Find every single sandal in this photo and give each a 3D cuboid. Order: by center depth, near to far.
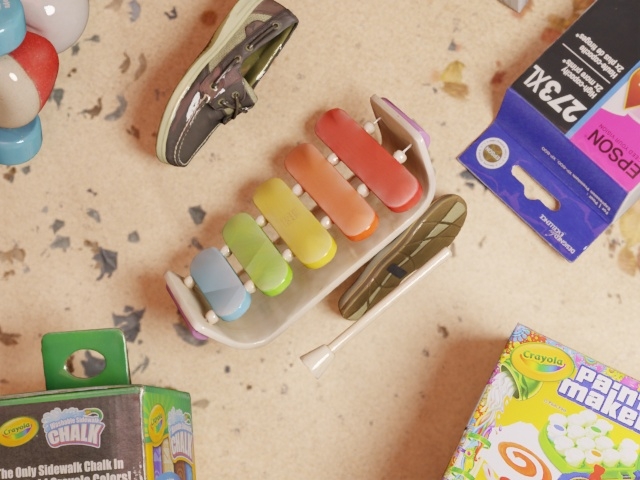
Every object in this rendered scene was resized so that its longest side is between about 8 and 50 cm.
[{"bbox_3d":[0.081,0.011,1.347,0.180,0.072,0.049,-44,56,4],"label":"sandal"}]

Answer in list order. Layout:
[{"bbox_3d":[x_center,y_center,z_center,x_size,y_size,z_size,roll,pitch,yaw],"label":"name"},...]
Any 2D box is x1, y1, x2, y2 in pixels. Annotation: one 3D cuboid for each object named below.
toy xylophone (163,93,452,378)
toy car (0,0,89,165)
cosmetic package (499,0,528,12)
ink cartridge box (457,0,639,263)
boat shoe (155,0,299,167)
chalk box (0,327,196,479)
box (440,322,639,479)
[{"bbox_3d":[0.000,0.000,1.302,0.323,0.081,0.236,-46,40,-6],"label":"toy xylophone"},{"bbox_3d":[-0.353,-0.253,1.414,0.210,0.219,0.238,25,56,13],"label":"toy car"},{"bbox_3d":[0.257,-0.450,1.326,0.155,0.197,0.365,36,89,12],"label":"cosmetic package"},{"bbox_3d":[0.331,-0.167,1.329,0.371,0.069,0.176,-46,71,2],"label":"ink cartridge box"},{"bbox_3d":[-0.102,-0.174,1.393,0.073,0.080,0.224,28,81,17],"label":"boat shoe"},{"bbox_3d":[-0.234,0.238,1.296,0.180,0.179,0.289,-5,79,9],"label":"chalk box"},{"bbox_3d":[0.262,0.271,1.212,0.290,0.177,0.279,26,86,13],"label":"box"}]
